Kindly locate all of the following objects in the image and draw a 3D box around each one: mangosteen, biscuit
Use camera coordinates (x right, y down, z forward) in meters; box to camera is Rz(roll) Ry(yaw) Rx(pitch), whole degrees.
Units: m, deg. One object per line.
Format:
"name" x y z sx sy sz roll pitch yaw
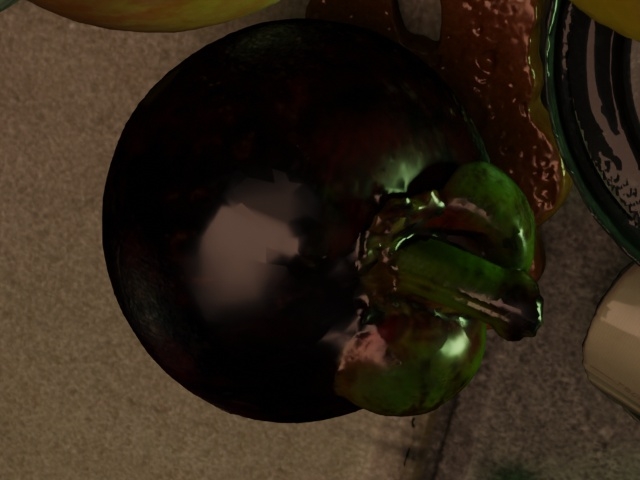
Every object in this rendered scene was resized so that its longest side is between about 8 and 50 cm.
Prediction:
"mangosteen" 0.000 0.000 1.139 0.306 0.359 0.306 -11 119 -21
"biscuit" 0.104 -0.083 1.289 0.202 0.047 0.334 -6 108 20

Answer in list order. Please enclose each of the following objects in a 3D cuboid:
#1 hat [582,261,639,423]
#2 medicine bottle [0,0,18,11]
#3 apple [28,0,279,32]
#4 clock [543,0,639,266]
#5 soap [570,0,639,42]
"hat" 0.349 0.107 1.238 0.275 0.161 0.232 23 113 10
"medicine bottle" -0.298 -0.311 1.292 0.121 0.083 0.229 -29 101 27
"apple" -0.122 -0.340 1.064 0.346 0.391 0.391 -19 106 22
"clock" 0.355 -0.131 1.127 0.386 0.076 0.386 2 97 13
"soap" 0.279 -0.300 0.946 0.306 0.115 0.427 14 123 8
